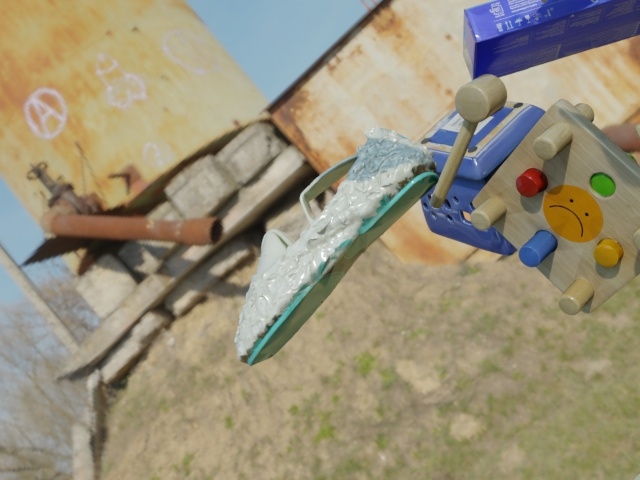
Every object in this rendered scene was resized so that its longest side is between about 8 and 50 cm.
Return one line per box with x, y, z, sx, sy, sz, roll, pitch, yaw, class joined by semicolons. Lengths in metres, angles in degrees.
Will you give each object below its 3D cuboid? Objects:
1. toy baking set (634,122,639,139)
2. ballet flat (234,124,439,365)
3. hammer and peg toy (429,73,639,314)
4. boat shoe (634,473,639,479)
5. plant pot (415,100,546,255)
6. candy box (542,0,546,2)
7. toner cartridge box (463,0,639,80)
0.616;-0.109;1.409;0.196;0.256;0.030;-4;-23;-35;toy baking set
0.000;0.000;1.240;0.409;0.147;0.147;-47;-4;10;ballet flat
0.334;-0.077;1.261;0.127;0.361;0.266;-37;-14;-37;hammer and peg toy
0.406;0.398;1.027;0.069;0.081;0.228;73;-153;-53;boat shoe
0.318;-0.139;1.628;0.236;0.212;0.236;-43;33;-19;plant pot
0.403;-0.449;1.314;0.109;0.053;0.186;-47;7;-12;candy box
0.434;-0.397;1.541;0.347;0.075;0.165;-16;-17;3;toner cartridge box
